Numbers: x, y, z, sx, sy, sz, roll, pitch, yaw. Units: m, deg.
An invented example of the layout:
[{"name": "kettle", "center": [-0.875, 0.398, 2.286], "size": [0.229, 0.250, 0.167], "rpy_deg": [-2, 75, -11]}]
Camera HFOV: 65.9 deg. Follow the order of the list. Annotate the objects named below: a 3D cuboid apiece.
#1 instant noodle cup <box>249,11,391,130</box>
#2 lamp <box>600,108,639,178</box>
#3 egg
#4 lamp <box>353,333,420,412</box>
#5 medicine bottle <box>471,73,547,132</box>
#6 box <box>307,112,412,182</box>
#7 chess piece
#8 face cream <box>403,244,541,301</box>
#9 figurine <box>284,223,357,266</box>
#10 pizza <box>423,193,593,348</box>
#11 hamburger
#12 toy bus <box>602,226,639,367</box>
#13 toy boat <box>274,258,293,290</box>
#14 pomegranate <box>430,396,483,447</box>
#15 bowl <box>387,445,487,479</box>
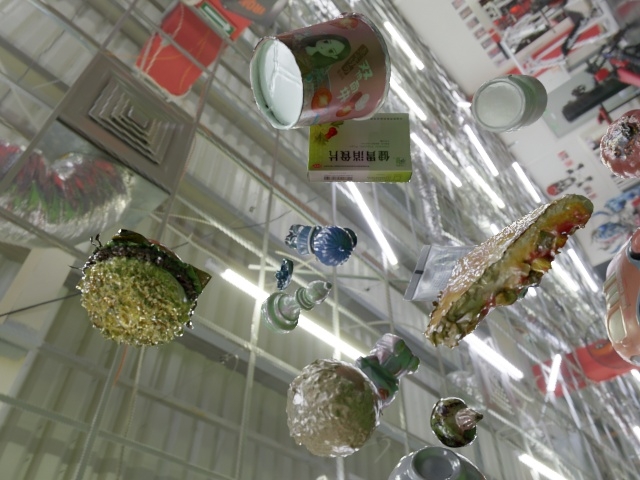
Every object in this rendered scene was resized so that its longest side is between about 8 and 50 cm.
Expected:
[{"name": "instant noodle cup", "center": [-0.007, -0.363, 1.088], "size": [0.231, 0.243, 0.243], "rpy_deg": [-24, -98, -34]}, {"name": "lamp", "center": [0.792, -0.245, 1.241], "size": [0.140, 0.182, 0.182], "rpy_deg": [12, -132, -23]}, {"name": "egg", "center": [0.034, 0.463, 1.366], "size": [0.279, 0.310, 0.279], "rpy_deg": [5, -127, -6]}, {"name": "lamp", "center": [0.206, 0.511, 1.909], "size": [0.301, 0.247, 0.247], "rpy_deg": [-49, -61, -19]}, {"name": "medicine bottle", "center": [0.473, -0.340, 1.226], "size": [0.145, 0.144, 0.252], "rpy_deg": [58, -145, 1]}, {"name": "box", "center": [0.098, -0.237, 1.258], "size": [0.062, 0.260, 0.175], "rpy_deg": [88, -177, -67]}, {"name": "chess piece", "center": [-0.059, 0.192, 1.557], "size": [0.139, 0.271, 0.139], "rpy_deg": [27, -133, -33]}, {"name": "face cream", "center": [0.477, 0.103, 1.562], "size": [0.137, 0.420, 0.235], "rpy_deg": [49, -125, -37]}, {"name": "figurine", "center": [0.000, 0.000, 0.933], "size": [0.087, 0.149, 0.086], "rpy_deg": [45, -112, -49]}, {"name": "pizza", "center": [0.359, 0.097, 1.050], "size": [0.130, 0.440, 0.406], "rpy_deg": [44, -113, 5]}, {"name": "hamburger", "center": [-0.360, 0.102, 0.961], "size": [0.261, 0.243, 0.139], "rpy_deg": [34, -149, -17]}, {"name": "toy bus", "center": [0.634, 0.118, 0.911], "size": [0.194, 0.232, 0.288], "rpy_deg": [17, -123, -4]}, {"name": "toy boat", "center": [-0.143, 0.130, 1.895], "size": [0.060, 0.137, 0.060], "rpy_deg": [1, -152, -38]}, {"name": "pomegranate", "center": [0.390, 0.505, 1.386], "size": [0.125, 0.163, 0.138], "rpy_deg": [5, -122, -55]}, {"name": "bowl", "center": [0.323, 0.676, 1.357], "size": [0.345, 0.345, 0.157], "rpy_deg": [-39, -54, -61]}]
